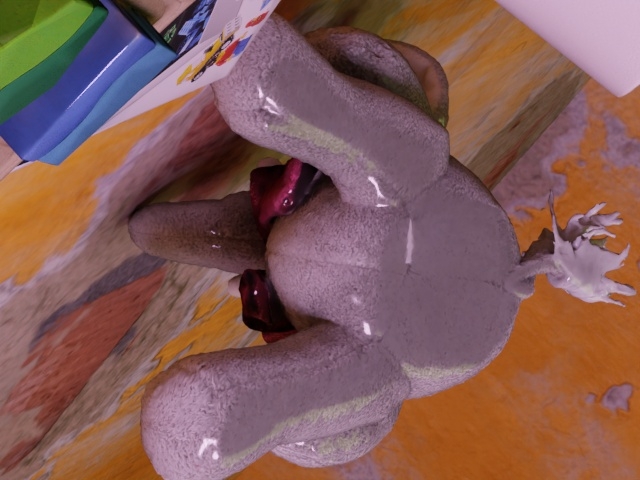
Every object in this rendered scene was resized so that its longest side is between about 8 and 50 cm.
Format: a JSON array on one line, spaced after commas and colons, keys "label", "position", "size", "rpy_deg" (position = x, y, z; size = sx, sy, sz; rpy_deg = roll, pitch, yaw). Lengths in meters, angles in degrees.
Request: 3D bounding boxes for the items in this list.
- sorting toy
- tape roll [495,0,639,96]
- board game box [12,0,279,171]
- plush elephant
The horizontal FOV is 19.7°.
[{"label": "sorting toy", "position": [-0.130, -0.032, 0.547], "size": [0.229, 0.041, 0.307], "rpy_deg": [-38, 175, 5]}, {"label": "tape roll", "position": [0.165, -0.217, 0.938], "size": [0.246, 0.169, 0.246], "rpy_deg": [-51, -179, 1]}, {"label": "board game box", "position": [-0.034, -0.169, 0.803], "size": [0.305, 0.053, 0.193], "rpy_deg": [-51, 169, 34]}, {"label": "plush elephant", "position": [0.000, 0.000, 1.184], "size": [0.330, 0.271, 0.255], "rpy_deg": [2, -177, -32]}]
